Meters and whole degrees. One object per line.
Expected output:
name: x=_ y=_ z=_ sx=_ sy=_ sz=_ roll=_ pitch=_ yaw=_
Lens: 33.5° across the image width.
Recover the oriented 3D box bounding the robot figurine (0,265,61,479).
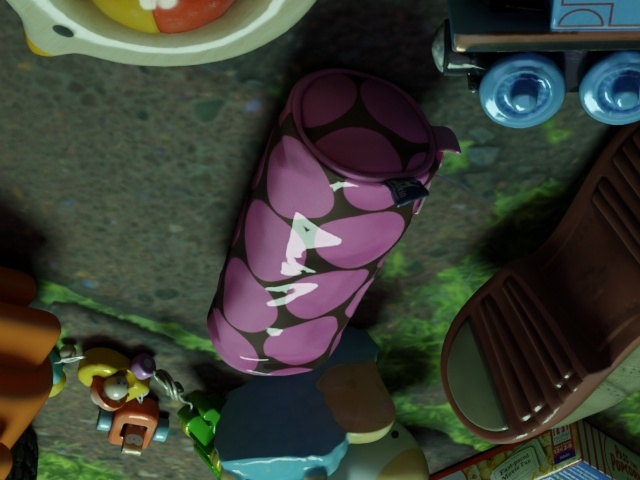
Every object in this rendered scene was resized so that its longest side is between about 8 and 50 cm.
robot figurine: x=-0.268 y=0.113 z=0.715 sx=0.158 sy=0.128 sz=0.219 roll=38 pitch=103 yaw=-3

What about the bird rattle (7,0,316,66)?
bird rattle: x=-0.065 y=-0.159 z=0.463 sx=0.253 sy=0.143 sz=0.207 roll=-10 pitch=152 yaw=-7

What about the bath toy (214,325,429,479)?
bath toy: x=0.014 y=0.220 z=0.861 sx=0.151 sy=0.129 sz=0.348 roll=3 pitch=138 yaw=10

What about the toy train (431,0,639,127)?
toy train: x=0.147 y=-0.114 z=0.512 sx=0.184 sy=0.080 sz=0.105 roll=1 pitch=130 yaw=3

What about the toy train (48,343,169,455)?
toy train: x=-0.190 y=0.127 z=0.818 sx=0.166 sy=0.046 sz=0.125 roll=16 pitch=137 yaw=-18

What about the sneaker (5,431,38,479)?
sneaker: x=-0.337 y=0.259 z=0.909 sx=0.146 sy=0.134 sz=0.343 roll=19 pitch=137 yaw=-19

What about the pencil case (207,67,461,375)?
pencil case: x=0.000 y=0.000 z=0.638 sx=0.098 sy=0.095 sz=0.209 roll=0 pitch=144 yaw=-23

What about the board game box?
board game box: x=0.188 y=0.232 z=0.935 sx=0.193 sy=0.045 sz=0.146 roll=-32 pitch=130 yaw=33

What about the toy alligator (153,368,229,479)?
toy alligator: x=-0.078 y=0.143 z=0.835 sx=0.051 sy=0.056 sz=0.190 roll=-37 pitch=141 yaw=-17

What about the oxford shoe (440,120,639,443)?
oxford shoe: x=0.222 y=0.002 z=0.642 sx=0.130 sy=0.123 sz=0.348 roll=1 pitch=146 yaw=-43
